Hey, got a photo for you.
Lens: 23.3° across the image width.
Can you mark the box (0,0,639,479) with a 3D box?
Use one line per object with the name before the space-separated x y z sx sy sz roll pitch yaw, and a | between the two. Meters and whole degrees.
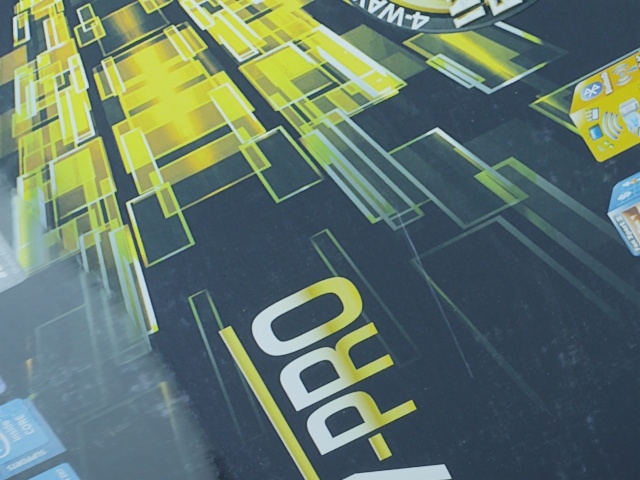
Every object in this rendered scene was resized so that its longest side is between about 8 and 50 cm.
box | 0.000 0.000 0.588 0.318 0.395 0.097 -25 32 2
